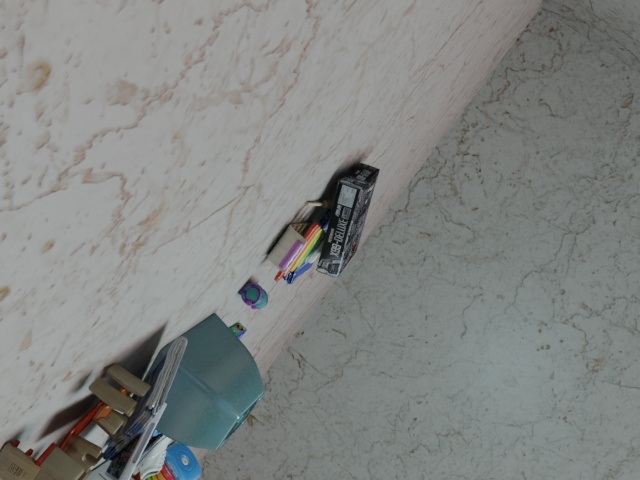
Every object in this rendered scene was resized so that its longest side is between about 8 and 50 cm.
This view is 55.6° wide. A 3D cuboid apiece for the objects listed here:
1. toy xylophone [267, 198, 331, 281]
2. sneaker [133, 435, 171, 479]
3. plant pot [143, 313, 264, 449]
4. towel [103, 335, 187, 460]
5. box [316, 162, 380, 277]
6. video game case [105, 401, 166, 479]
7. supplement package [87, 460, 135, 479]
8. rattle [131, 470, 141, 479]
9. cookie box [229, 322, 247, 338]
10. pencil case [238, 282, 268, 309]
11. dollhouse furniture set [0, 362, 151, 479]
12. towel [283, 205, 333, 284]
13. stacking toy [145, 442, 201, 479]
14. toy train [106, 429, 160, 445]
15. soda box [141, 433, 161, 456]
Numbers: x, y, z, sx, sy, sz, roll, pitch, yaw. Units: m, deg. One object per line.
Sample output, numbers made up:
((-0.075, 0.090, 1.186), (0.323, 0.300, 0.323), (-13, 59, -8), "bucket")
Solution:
((-0.047, -0.007, 1.812), (0.236, 0.081, 0.322), (-56, 170, 19), "toy xylophone")
((-0.582, 0.763, 2.112), (0.258, 0.091, 0.094), (-46, 169, -30), "sneaker")
((-0.300, 0.396, 1.604), (0.248, 0.252, 0.247), (-57, 168, 27), "plant pot")
((-0.397, 0.356, 1.370), (0.285, 0.034, 0.209), (-46, -161, 36), "towel")
((0.090, -0.068, 1.914), (0.242, 0.076, 0.308), (-49, 155, -62), "box")
((-0.416, 0.448, 1.362), (0.201, 0.023, 0.184), (-28, -146, 60), "video game case")
((-0.630, 0.760, 1.628), (0.178, 0.175, 0.293), (-53, 170, 12), "supplement package")
((-0.582, 0.740, 1.866), (0.199, 0.130, 0.142), (-42, 163, 14), "rattle")
((-0.298, 0.325, 1.980), (0.092, 0.040, 0.107), (-54, 170, 18), "cookie box")
((-0.196, 0.167, 1.805), (0.152, 0.064, 0.070), (71, 42, -78), "pencil case")
((-0.489, 0.386, 1.177), (0.262, 0.135, 0.259), (-54, -179, 14), "dollhouse furniture set")
((0.000, 0.000, 2.184), (0.336, 0.040, 0.243), (-56, 170, 23), "towel")
((-0.660, 0.986, 2.493), (0.302, 0.175, 0.165), (-39, 167, 12), "stacking toy")
((-0.498, 0.516, 1.661), (0.184, 0.080, 0.105), (-39, 155, -45), "toy train")
((-0.550, 0.621, 1.836), (0.169, 0.060, 0.053), (-42, 169, -44), "soda box")
